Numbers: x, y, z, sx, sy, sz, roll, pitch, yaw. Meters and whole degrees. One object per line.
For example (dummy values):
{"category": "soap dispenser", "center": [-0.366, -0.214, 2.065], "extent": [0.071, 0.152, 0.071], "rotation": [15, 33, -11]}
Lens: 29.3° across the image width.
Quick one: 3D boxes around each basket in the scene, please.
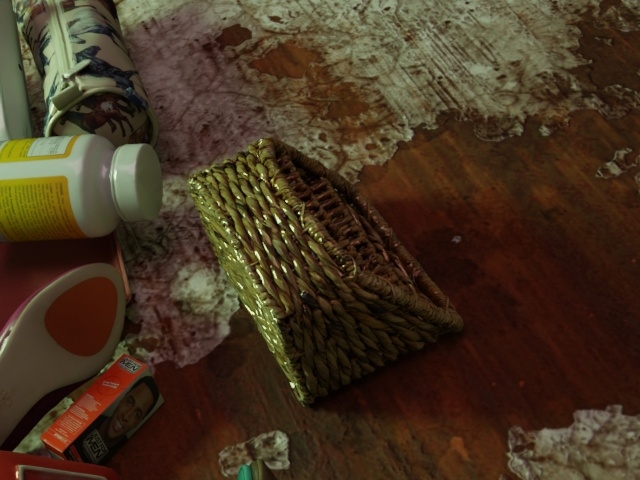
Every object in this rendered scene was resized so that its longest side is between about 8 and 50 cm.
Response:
{"category": "basket", "center": [0.000, 0.000, 1.453], "extent": [0.223, 0.213, 0.299], "rotation": [-25, 45, -9]}

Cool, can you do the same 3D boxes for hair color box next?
{"category": "hair color box", "center": [-0.251, 0.207, 1.419], "extent": [0.043, 0.072, 0.141], "rotation": [23, 56, 33]}

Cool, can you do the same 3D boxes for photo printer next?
{"category": "photo printer", "center": [-0.556, -0.199, 1.808], "extent": [0.256, 0.107, 0.307], "rotation": [-16, 71, 12]}

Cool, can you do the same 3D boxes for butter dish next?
{"category": "butter dish", "center": [-0.291, 0.319, 1.296], "extent": [0.160, 0.118, 0.159], "rotation": [15, 37, -30]}

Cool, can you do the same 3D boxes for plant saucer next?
{"category": "plant saucer", "center": [-0.387, 0.049, 1.631], "extent": [0.259, 0.047, 0.259], "rotation": [-19, 45, -4]}

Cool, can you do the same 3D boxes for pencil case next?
{"category": "pencil case", "center": [-0.360, -0.265, 1.840], "extent": [0.160, 0.183, 0.410], "rotation": [-21, 44, -5]}

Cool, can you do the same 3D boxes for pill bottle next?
{"category": "pill bottle", "center": [-0.339, -0.069, 1.603], "extent": [0.246, 0.136, 0.136], "rotation": [-3, 46, 12]}

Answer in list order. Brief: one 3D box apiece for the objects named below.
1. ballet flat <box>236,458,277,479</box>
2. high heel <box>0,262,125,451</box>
{"category": "ballet flat", "center": [-0.029, 0.372, 1.181], "extent": [0.124, 0.116, 0.342], "rotation": [6, 45, -6]}
{"category": "high heel", "center": [-0.377, 0.173, 1.451], "extent": [0.181, 0.127, 0.377], "rotation": [-24, 22, 46]}
